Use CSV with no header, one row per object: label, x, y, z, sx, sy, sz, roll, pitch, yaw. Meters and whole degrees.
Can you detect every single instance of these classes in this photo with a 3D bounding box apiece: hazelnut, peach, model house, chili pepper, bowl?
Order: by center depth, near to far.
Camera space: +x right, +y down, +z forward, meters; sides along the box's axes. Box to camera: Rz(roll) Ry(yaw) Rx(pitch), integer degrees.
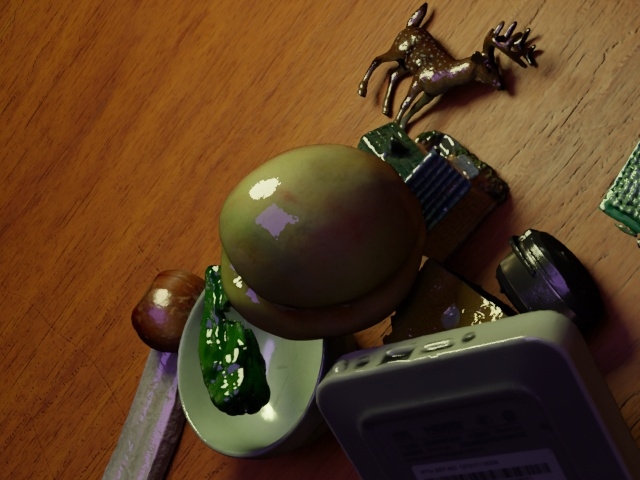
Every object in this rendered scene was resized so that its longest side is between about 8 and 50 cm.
peach,0.000,0.000,1.819,0.292,0.292,0.247,-52,49,12
chili pepper,-0.135,0.148,1.978,0.099,0.083,0.253,-32,54,29
model house,0.141,-0.089,1.985,0.166,0.172,0.183,-50,51,15
bowl,-0.066,0.189,2.057,0.307,0.163,0.307,-12,69,34
hazelnut,-0.237,0.123,2.226,0.143,0.154,0.143,8,118,15

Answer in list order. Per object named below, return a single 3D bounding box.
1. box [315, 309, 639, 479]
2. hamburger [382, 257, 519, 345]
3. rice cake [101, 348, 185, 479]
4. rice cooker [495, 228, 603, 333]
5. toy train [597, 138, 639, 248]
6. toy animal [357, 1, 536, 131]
box,0.216,0.279,1.708,0.367,0.373,0.090,-17,24,33
hamburger,0.191,0.153,1.839,0.192,0.168,0.288,-56,35,4
rice cake,-0.287,0.319,2.257,0.106,0.050,0.298,18,86,40
rice cooker,0.314,0.064,1.840,0.106,0.112,0.165,-53,53,18
toy train,0.491,-0.102,1.731,0.115,0.154,0.269,36,98,37
toy animal,0.184,-0.276,2.071,0.260,0.087,0.243,-51,53,17
